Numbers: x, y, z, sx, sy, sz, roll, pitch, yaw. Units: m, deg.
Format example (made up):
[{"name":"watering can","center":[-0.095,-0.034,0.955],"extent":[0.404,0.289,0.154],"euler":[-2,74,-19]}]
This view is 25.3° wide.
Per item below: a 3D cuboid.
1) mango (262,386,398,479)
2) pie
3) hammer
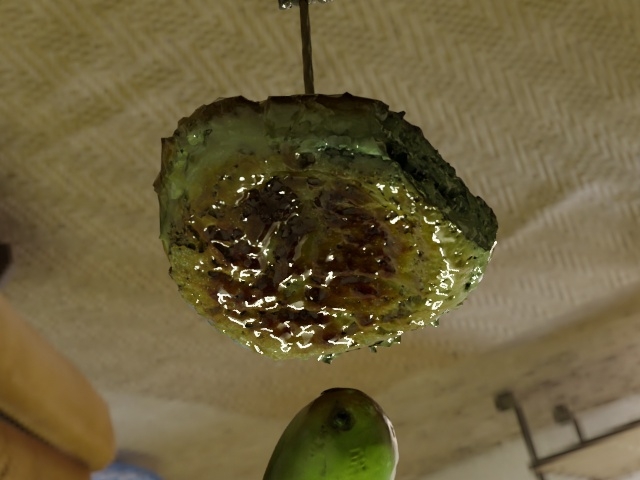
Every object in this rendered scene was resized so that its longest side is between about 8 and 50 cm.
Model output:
[{"name":"mango","center":[0.005,0.225,1.286],"extent":[0.125,0.111,0.233],"euler":[-23,138,-36]},{"name":"pie","center":[0.000,0.000,1.325],"extent":[0.288,0.103,0.354],"euler":[-23,130,28]},{"name":"hammer","center":[-0.011,-0.177,1.413],"extent":[0.058,0.292,0.029],"euler":[-10,130,5]}]
